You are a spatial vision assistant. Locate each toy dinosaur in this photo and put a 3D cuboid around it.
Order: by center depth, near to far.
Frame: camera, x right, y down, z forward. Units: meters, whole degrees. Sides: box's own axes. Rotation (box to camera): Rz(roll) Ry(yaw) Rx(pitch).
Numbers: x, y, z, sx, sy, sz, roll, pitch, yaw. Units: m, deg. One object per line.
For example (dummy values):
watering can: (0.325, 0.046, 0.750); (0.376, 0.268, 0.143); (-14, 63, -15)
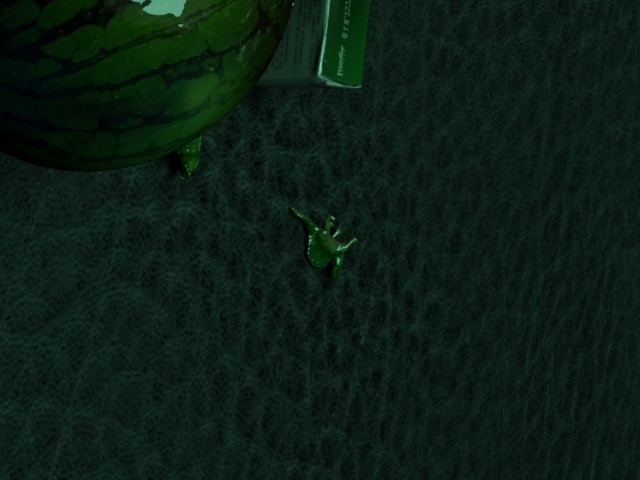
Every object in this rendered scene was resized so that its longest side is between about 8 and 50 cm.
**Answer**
toy dinosaur: (0.001, 0.000, 1.815); (0.119, 0.029, 0.060); (40, 75, -43)

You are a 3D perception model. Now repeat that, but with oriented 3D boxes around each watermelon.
watermelon: (-0.200, -0.229, 1.338); (0.363, 0.363, 0.363); (-5, 96, -49)

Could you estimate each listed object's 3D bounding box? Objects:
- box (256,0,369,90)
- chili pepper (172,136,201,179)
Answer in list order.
box: (-0.018, -0.269, 1.689); (0.081, 0.135, 0.199); (5, 90, -50)
chili pepper: (-0.138, -0.178, 1.621); (0.088, 0.059, 0.227); (-9, 104, -61)
